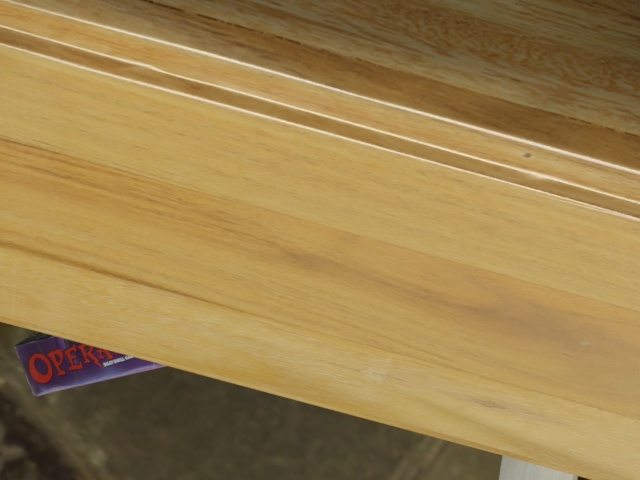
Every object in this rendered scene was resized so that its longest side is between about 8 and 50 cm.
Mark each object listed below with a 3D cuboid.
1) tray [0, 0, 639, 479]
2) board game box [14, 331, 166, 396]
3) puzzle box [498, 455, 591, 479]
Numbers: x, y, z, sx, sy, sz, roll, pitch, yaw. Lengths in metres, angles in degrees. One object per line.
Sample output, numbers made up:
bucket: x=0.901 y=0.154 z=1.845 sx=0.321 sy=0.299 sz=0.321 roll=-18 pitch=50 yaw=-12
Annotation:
tray: x=0.085 y=0.004 z=0.540 sx=0.411 sy=0.203 sz=0.076 roll=14 pitch=65 yaw=-3
board game box: x=-0.029 y=0.026 z=1.396 sx=0.347 sy=0.208 sz=0.056 roll=-14 pitch=98 yaw=32
puzzle box: x=0.215 y=0.039 z=1.237 sx=0.052 sy=0.272 sz=0.408 roll=12 pitch=97 yaw=34
